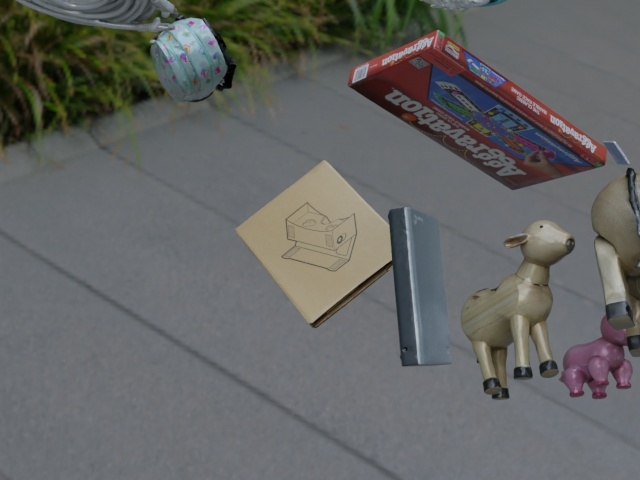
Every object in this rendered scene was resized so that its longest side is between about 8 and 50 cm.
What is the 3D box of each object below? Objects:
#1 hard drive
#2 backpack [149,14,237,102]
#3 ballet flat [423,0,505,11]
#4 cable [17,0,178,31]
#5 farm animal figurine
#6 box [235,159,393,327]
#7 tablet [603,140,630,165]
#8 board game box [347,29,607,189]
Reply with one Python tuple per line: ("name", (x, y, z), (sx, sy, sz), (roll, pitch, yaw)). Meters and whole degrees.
("hard drive", (0.088, 0.043, 0.928), (0.022, 0.135, 0.094), (-8, -9, 22))
("backpack", (-0.216, -0.298, 1.743), (0.152, 0.115, 0.182), (54, -13, -10))
("ballet flat", (0.126, -0.413, 1.428), (0.147, 0.147, 0.409), (1, 21, -27))
("cable", (-0.320, -0.371, 1.340), (0.257, 0.257, 0.089), (7, 67, 20))
("farm animal figurine", (0.299, 0.028, 1.013), (0.330, 0.327, 0.172), (-7, 66, 5))
("box", (0.000, 0.000, 1.408), (0.164, 0.021, 0.201), (-38, 54, -4))
("tablet", (0.561, -0.166, 1.990), (0.054, 0.006, 0.083), (55, 4, -4))
("board game box", (0.182, -0.140, 1.202), (0.281, 0.027, 0.145), (27, -24, -31))
